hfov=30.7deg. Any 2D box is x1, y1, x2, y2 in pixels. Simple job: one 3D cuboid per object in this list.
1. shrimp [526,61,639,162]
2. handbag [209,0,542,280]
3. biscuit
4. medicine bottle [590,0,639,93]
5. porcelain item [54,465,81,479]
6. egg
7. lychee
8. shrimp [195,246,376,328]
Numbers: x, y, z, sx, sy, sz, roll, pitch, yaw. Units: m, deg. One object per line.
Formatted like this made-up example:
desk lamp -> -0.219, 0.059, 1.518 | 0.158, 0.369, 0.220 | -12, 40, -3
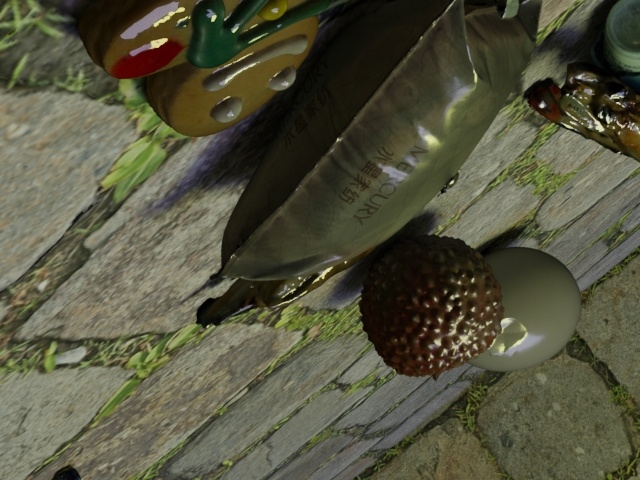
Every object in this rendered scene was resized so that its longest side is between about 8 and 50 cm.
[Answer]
shrimp -> 0.279, -0.122, 1.163 | 0.253, 0.173, 0.058 | 22, 91, -44
handbag -> 0.046, -0.077, 0.818 | 0.270, 0.117, 0.182 | -49, 169, 30
biscuit -> -0.030, -0.142, 0.587 | 0.197, 0.049, 0.301 | -28, 163, -24
medicine bottle -> 0.333, -0.185, 1.188 | 0.124, 0.079, 0.258 | -32, 164, 8
porcelain item -> -0.269, 0.301, 1.240 | 0.021, 0.075, 0.136 | -25, 159, -42
egg -> 0.267, 0.099, 1.664 | 0.232, 0.176, 0.176 | -13, 151, -43
lychee -> 0.128, 0.081, 1.320 | 0.165, 0.165, 0.197 | -33, 122, -16
shrimp -> 0.003, -0.009, 1.006 | 0.254, 0.059, 0.145 | -32, 161, -20
